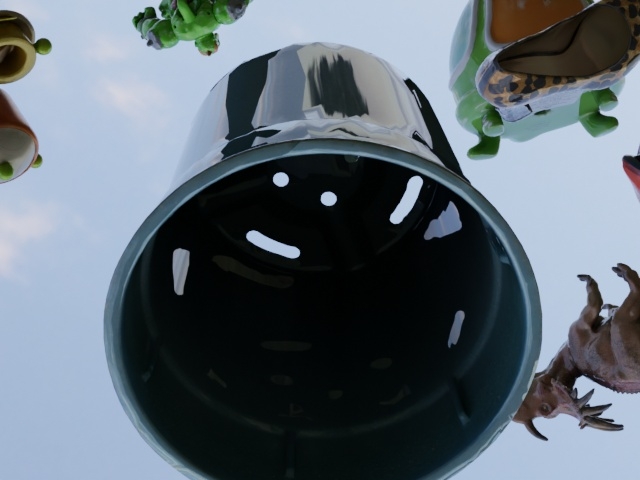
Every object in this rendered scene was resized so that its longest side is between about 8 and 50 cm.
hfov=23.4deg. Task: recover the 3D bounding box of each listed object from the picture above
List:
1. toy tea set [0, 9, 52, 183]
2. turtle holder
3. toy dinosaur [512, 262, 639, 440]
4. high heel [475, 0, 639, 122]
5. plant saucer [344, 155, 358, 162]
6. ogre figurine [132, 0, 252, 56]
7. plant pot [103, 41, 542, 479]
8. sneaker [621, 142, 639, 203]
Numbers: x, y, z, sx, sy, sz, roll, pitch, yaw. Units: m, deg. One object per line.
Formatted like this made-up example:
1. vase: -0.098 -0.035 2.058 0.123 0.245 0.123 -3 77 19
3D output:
1. toy tea set: -0.454 -0.131 1.709 0.336 0.200 0.124 -12 -130 -21
2. turtle holder: 0.302 -0.249 2.161 0.320 0.243 0.227 13 -117 -64
3. toy dinosaur: 0.373 0.147 1.908 0.127 0.296 0.200 21 -113 -30
4. high heel: 0.302 -0.232 1.789 0.093 0.261 0.186 57 -172 15
5. plant saucer: -0.002 -0.114 1.717 0.119 0.021 0.119 25 -123 -45
6. ogre figurine: -0.163 -0.303 2.041 0.197 0.096 0.118 -3 -148 5
7. plant pot: 0.000 0.000 1.344 0.341 0.341 0.334 29 -156 -15
8. sneaker: 0.326 -0.154 1.071 0.131 0.350 0.148 24 175 46
